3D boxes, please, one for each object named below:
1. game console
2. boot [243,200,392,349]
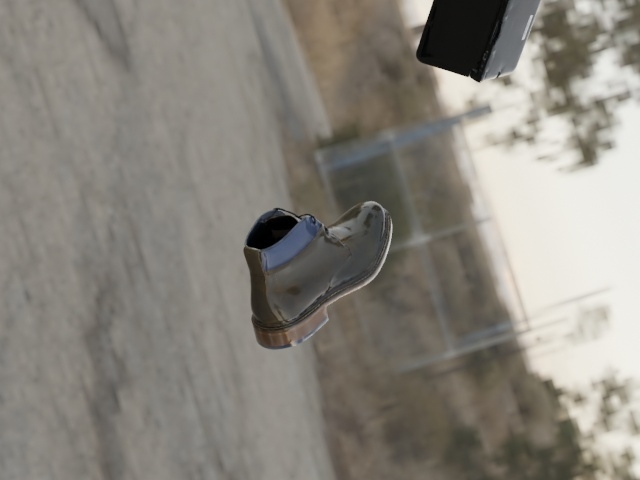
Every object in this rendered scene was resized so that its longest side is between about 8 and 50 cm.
[{"bbox_3d":[0.175,-0.241,1.892,0.071,0.107,0.122,35,-57,28],"label":"game console"},{"bbox_3d":[0.000,0.000,1.679,0.219,0.082,0.106,-50,136,-42],"label":"boot"}]
